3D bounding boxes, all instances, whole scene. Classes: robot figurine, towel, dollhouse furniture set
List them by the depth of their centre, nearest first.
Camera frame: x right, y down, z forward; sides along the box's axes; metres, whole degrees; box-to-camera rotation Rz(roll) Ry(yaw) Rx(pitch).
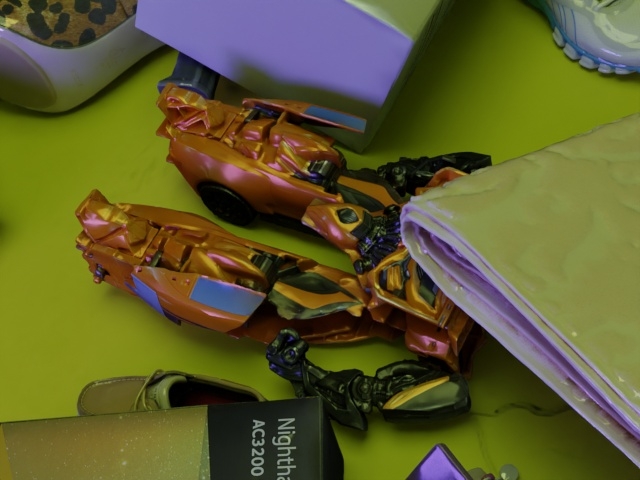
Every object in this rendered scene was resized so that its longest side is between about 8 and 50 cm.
[{"bbox_3d":[0.096,0.176,0.707,0.081,0.091,0.114,-3,45,-50],"label":"dollhouse furniture set"},{"bbox_3d":[0.262,0.029,0.708,0.331,0.053,0.317,-20,49,-28],"label":"towel"},{"bbox_3d":[0.000,0.000,0.820,0.291,0.085,0.211,17,60,23],"label":"robot figurine"}]

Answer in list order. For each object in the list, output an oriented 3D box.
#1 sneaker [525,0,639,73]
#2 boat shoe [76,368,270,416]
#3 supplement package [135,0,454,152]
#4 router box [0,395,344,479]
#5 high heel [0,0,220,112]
[{"bbox_3d":[0.184,-0.194,0.929,0.071,0.083,0.191,-32,55,-14],"label":"sneaker"},{"bbox_3d":[-0.089,0.099,0.790,0.135,0.045,0.050,3,54,14],"label":"boat shoe"},{"bbox_3d":[0.008,-0.212,0.902,0.194,0.149,0.203,30,62,3],"label":"supplement package"},{"bbox_3d":[-0.111,0.240,0.667,0.242,0.081,0.309,-6,53,7],"label":"router box"},{"bbox_3d":[-0.181,-0.191,0.998,0.261,0.093,0.186,11,57,7],"label":"high heel"}]
